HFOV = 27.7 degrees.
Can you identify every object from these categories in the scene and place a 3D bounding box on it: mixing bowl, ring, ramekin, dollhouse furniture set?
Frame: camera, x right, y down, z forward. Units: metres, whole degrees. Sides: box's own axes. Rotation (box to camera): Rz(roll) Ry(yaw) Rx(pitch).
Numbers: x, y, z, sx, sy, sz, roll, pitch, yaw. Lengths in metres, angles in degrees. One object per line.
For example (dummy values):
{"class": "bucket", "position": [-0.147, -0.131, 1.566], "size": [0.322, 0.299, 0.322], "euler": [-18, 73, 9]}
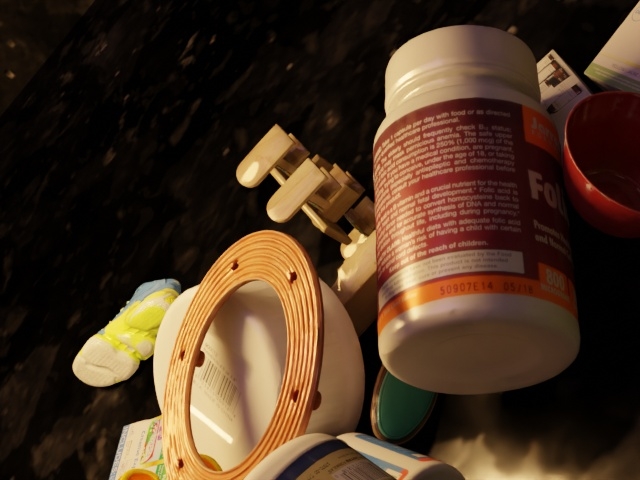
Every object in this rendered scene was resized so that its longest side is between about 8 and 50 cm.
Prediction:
{"class": "mixing bowl", "position": [0.346, -0.070, 1.464], "size": [0.098, 0.181, 0.181], "euler": [108, 171, -51]}
{"class": "ring", "position": [-0.086, 0.153, 1.460], "size": [0.336, 0.032, 0.337], "euler": [-34, 47, 47]}
{"class": "ramekin", "position": [-0.089, 0.171, 1.653], "size": [0.277, 0.135, 0.277], "euler": [9, 103, 43]}
{"class": "dollhouse furniture set", "position": [0.000, 0.000, 1.766], "size": [0.161, 0.212, 0.242], "euler": [-47, 58, 9]}

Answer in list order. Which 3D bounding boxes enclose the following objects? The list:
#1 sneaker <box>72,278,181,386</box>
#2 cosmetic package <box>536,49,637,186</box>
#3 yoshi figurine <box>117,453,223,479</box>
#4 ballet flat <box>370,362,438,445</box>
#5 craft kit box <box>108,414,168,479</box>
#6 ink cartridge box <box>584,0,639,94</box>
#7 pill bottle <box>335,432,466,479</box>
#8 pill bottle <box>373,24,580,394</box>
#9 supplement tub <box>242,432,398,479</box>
{"class": "sneaker", "position": [-0.305, 0.146, 2.133], "size": [0.240, 0.091, 0.126], "euler": [-35, 19, 26]}
{"class": "cosmetic package", "position": [0.315, -0.143, 1.639], "size": [0.099, 0.060, 0.239], "euler": [-44, 34, 15]}
{"class": "yoshi figurine", "position": [-0.207, 0.447, 1.604], "size": [0.203, 0.203, 0.362], "euler": [-62, -4, -54]}
{"class": "ballet flat", "position": [0.113, 0.155, 1.619], "size": [0.232, 0.080, 0.073], "euler": [-68, 8, -26]}
{"class": "craft kit box", "position": [-0.214, 0.356, 1.833], "size": [0.246, 0.061, 0.250], "euler": [-23, 43, 41]}
{"class": "ink cartridge box", "position": [0.455, -0.263, 1.587], "size": [0.235, 0.056, 0.171], "euler": [-53, 32, 3]}
{"class": "pill bottle", "position": [0.060, 0.291, 1.492], "size": [0.221, 0.124, 0.124], "euler": [10, 68, 55]}
{"class": "pill bottle", "position": [0.175, -0.039, 1.514], "size": [0.224, 0.224, 0.392], "euler": [-24, 53, 37]}
{"class": "supplement tub", "position": [0.058, 0.356, 1.249], "size": [0.316, 0.228, 0.228], "euler": [32, 85, 27]}
